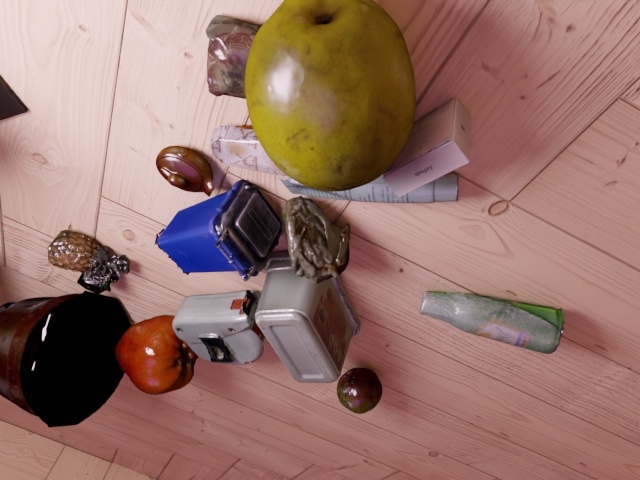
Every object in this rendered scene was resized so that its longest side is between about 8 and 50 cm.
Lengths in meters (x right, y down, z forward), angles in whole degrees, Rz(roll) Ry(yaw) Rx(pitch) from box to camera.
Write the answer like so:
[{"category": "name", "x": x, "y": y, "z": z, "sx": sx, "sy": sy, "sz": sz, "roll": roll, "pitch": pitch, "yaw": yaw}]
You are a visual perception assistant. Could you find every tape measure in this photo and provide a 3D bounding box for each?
[{"category": "tape measure", "x": -0.255, "y": 0.242, "z": 1.349, "sx": 0.243, "sy": 0.125, "sz": 0.246, "roll": -6, "pitch": 131, "yaw": 22}]

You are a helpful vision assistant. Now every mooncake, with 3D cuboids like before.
[{"category": "mooncake", "x": -0.123, "y": -0.288, "z": 0.818, "sx": 0.125, "sy": 0.073, "sz": 0.129, "roll": 12, "pitch": 138, "yaw": 3}]

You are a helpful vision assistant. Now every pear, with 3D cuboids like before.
[{"category": "pear", "x": 0.014, "y": -0.204, "z": 0.737, "sx": 0.253, "sy": 0.252, "sz": 0.307, "roll": 13, "pitch": 150, "yaw": 5}]

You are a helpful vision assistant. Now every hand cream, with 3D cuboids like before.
[{"category": "hand cream", "x": 0.089, "y": -0.097, "z": 0.946, "sx": 0.331, "sy": 0.058, "sz": 0.085, "roll": 0, "pitch": 167, "yaw": 16}]

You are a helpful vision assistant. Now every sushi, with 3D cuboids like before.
[{"category": "sushi", "x": -0.588, "y": 0.095, "z": 1.340, "sx": 0.085, "sy": 0.083, "sz": 0.056, "roll": 28, "pitch": 135, "yaw": -9}]

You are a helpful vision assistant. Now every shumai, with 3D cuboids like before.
[{"category": "shumai", "x": 0.000, "y": -0.005, "z": 1.024, "sx": 0.142, "sy": 0.184, "sz": 0.184, "roll": -9, "pitch": 135, "yaw": -7}]

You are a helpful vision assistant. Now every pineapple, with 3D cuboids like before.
[{"category": "pineapple", "x": -0.584, "y": 0.043, "z": 1.284, "sx": 0.198, "sy": 0.108, "sz": 0.108, "roll": 19, "pitch": 137, "yaw": -16}]

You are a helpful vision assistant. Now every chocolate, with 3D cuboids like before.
[{"category": "chocolate", "x": 0.367, "y": 0.168, "z": 1.102, "sx": 0.291, "sy": 0.110, "sz": 0.110, "roll": 12, "pitch": 136, "yaw": 9}, {"category": "chocolate", "x": -0.785, "y": 0.307, "z": 1.442, "sx": 0.332, "sy": 0.383, "sz": 0.383, "roll": 9, "pitch": 136, "yaw": 19}]

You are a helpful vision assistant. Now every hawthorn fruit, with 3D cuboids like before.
[{"category": "hawthorn fruit", "x": -0.478, "y": 0.320, "z": 1.445, "sx": 0.261, "sy": 0.224, "sz": 0.224, "roll": 7, "pitch": 136, "yaw": 27}]

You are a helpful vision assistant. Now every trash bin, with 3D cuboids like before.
[{"category": "trash bin", "x": -0.220, "y": -0.006, "z": 1.061, "sx": 0.235, "sy": 0.184, "sz": 0.162, "roll": -10, "pitch": 129, "yaw": 33}]

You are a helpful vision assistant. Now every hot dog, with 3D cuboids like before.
[{"category": "hot dog", "x": -0.121, "y": -0.171, "z": 0.949, "sx": 0.192, "sy": 0.053, "sz": 0.099, "roll": 10, "pitch": 135, "yaw": 12}]

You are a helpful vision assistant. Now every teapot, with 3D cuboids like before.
[{"category": "teapot", "x": -0.273, "y": -0.134, "z": 1.013, "sx": 0.129, "sy": 0.078, "sz": 0.098, "roll": 30, "pitch": 135, "yaw": -13}]

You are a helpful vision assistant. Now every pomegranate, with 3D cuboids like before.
[{"category": "pomegranate", "x": 0.124, "y": 0.429, "z": 1.425, "sx": 0.159, "sy": 0.129, "sz": 0.129, "roll": 25, "pitch": 140, "yaw": -36}]

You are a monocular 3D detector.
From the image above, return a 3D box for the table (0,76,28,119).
[{"category": "table", "x": -0.783, "y": -0.230, "z": 0.959, "sx": 0.282, "sy": 0.250, "sz": 0.196, "roll": -8, "pitch": 130, "yaw": 23}]

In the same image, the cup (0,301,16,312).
[{"category": "cup", "x": -1.005, "y": 0.348, "z": 1.661, "sx": 0.255, "sy": 0.178, "sz": 0.256, "roll": -18, "pitch": 124, "yaw": 30}]

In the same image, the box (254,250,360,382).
[{"category": "box", "x": -0.033, "y": 0.193, "z": 1.191, "sx": 0.175, "sy": 0.182, "sz": 0.311, "roll": -6, "pitch": 132, "yaw": 23}]

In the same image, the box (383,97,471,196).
[{"category": "box", "x": 0.173, "y": -0.152, "z": 0.816, "sx": 0.130, "sy": 0.129, "sz": 0.051, "roll": -27, "pitch": 121, "yaw": 36}]
